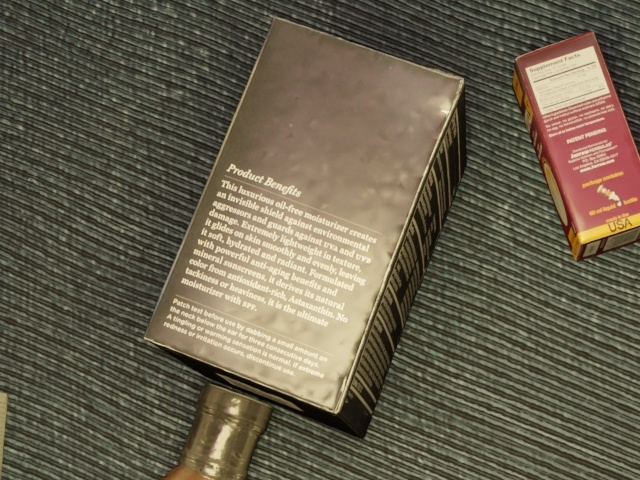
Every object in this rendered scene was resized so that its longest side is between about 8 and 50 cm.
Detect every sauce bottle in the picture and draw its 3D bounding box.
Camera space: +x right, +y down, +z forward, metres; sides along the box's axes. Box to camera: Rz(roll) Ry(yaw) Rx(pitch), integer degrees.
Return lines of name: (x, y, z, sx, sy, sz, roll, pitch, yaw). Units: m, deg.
sauce bottle: (-0.136, 0.303, 1.472, 0.111, 0.111, 0.344, 18, 80, 8)

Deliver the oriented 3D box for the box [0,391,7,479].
box: (-0.376, 0.223, 1.515, 0.130, 0.091, 0.171, 1, 80, 5)

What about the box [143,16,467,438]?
box: (0.000, 0.000, 1.420, 0.182, 0.296, 0.294, 21, 81, 9)

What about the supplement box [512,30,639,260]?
supplement box: (0.249, -0.087, 1.509, 0.080, 0.104, 0.188, -19, 78, 2)
